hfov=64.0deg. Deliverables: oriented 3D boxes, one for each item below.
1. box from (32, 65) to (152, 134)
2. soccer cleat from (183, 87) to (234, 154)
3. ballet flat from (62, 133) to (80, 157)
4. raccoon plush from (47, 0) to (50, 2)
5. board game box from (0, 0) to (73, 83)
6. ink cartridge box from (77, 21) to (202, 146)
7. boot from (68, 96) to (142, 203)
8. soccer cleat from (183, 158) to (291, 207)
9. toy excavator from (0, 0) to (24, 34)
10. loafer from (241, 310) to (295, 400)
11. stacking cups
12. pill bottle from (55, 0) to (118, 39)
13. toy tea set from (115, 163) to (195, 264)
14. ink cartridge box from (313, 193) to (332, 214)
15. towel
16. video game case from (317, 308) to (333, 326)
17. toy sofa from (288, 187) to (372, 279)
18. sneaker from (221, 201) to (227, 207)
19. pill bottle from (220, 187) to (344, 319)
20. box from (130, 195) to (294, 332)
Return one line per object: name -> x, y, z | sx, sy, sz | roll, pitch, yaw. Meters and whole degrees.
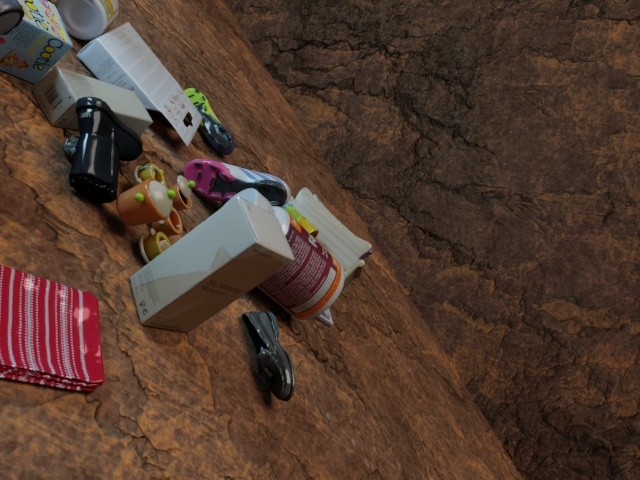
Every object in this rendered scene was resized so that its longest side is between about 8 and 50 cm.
box -> -0.559, -0.334, 1.284 | 0.113, 0.094, 0.275 | 58, 17, 9
soccer cleat -> -0.420, -0.433, 1.897 | 0.289, 0.093, 0.121 | 53, -14, 8
ballet flat -> -0.559, -0.226, 1.178 | 0.041, 0.041, 0.114 | 48, 18, -23
raccoon plush -> -0.735, -0.752, 1.247 | 0.216, 0.299, 0.446 | 54, 18, -5
board game box -> -0.703, -0.475, 1.080 | 0.142, 0.144, 0.275 | 61, 17, 18
ink cartridge box -> -0.550, -0.483, 1.631 | 0.385, 0.091, 0.308 | 53, 16, -27
boot -> -0.489, -0.177, 1.172 | 0.246, 0.094, 0.207 | 79, 8, -73
soccer cleat -> -0.252, -0.170, 1.587 | 0.331, 0.116, 0.143 | 16, 12, 1
toy excavator -> -0.688, -0.352, 0.689 | 0.222, 0.433, 0.445 | 54, -11, -16
loafer -> -0.140, 0.285, 1.288 | 0.084, 0.096, 0.267 | 16, 30, -33
stacking cups -> -0.138, -0.112, 1.713 | 0.316, 0.096, 0.096 | 48, 14, 19
pill bottle -> -0.692, -0.706, 1.550 | 0.136, 0.136, 0.246 | 44, 20, -31
toy tea set -> -0.364, -0.094, 1.233 | 0.336, 0.124, 0.200 | -97, 166, -58
ink cartridge box -> -0.017, -0.025, 2.017 | 0.233, 0.168, 0.171 | 49, 18, -21
towel -> -0.463, 0.125, 0.795 | 0.275, 0.031, 0.199 | 34, 26, -49
video game case -> -0.032, 0.197, 1.815 | 0.190, 0.022, 0.173 | 40, 22, -40
toy sofa -> 0.000, 0.000, 1.795 | 0.362, 0.177, 0.150 | 42, -17, 13
sneaker -> -0.270, -0.118, 1.705 | 0.087, 0.083, 0.221 | 46, 9, 17
pill bottle -> -0.125, 0.042, 1.512 | 0.392, 0.224, 0.224 | 45, 20, -31
box -> -0.226, 0.058, 1.067 | 0.148, 0.311, 0.121 | 28, 32, -56
